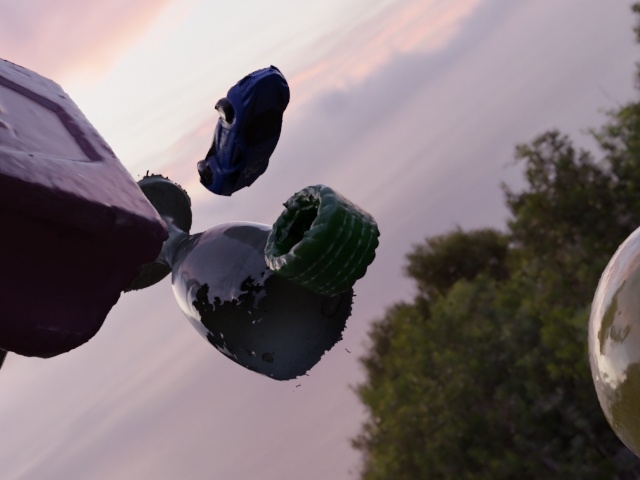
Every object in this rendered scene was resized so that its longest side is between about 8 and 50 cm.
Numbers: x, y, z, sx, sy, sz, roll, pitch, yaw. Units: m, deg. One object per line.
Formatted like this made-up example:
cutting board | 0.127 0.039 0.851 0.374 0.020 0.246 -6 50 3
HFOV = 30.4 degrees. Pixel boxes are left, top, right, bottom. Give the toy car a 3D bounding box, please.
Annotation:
toy car | -0.091 -0.134 1.491 0.103 0.063 0.216 -30 -20 -33

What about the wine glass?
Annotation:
wine glass | -0.127 0.044 1.553 0.190 0.357 0.190 -26 -51 -37

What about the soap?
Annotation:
soap | -0.297 -0.058 0.720 0.359 0.233 0.128 20 -70 -43

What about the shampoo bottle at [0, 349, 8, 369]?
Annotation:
shampoo bottle | -0.377 0.074 1.293 0.102 0.064 0.260 8 -34 -21

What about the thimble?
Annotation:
thimble | 0.000 0.000 1.326 0.118 0.090 0.130 -54 24 12

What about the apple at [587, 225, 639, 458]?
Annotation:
apple | 0.397 0.104 1.123 0.292 0.292 0.254 -42 -35 -72
